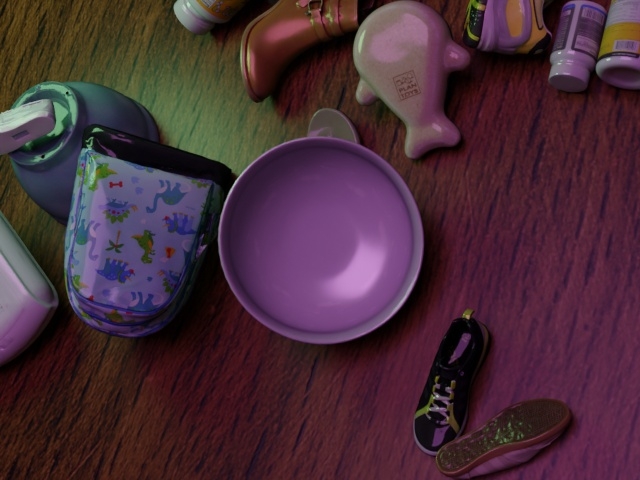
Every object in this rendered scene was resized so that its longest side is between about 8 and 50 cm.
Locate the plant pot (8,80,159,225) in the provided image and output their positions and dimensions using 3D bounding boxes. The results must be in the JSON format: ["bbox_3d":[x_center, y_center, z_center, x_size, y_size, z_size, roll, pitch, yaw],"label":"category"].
[{"bbox_3d":[-0.491,-0.193,2.019,0.293,0.196,0.293,-8,68,21],"label":"plant pot"}]

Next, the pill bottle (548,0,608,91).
[{"bbox_3d":[0.427,-0.323,1.723,0.078,0.078,0.137,10,76,27],"label":"pill bottle"}]

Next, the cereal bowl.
[{"bbox_3d":[0.000,0.000,1.726,0.339,0.141,0.339,0,90,-2],"label":"cereal bowl"}]

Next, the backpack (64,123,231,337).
[{"bbox_3d":[-0.330,-0.001,1.848,0.290,0.273,0.356,17,93,-12],"label":"backpack"}]

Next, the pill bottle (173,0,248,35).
[{"bbox_3d":[-0.191,-0.500,2.020,0.208,0.117,0.118,-38,59,31],"label":"pill bottle"}]

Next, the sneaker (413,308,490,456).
[{"bbox_3d":[0.194,0.219,1.618,0.084,0.097,0.235,13,77,28],"label":"sneaker"}]

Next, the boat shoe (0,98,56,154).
[{"bbox_3d":[-0.574,-0.214,1.917,0.184,0.066,0.063,-22,50,18],"label":"boat shoe"}]

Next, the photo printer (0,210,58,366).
[{"bbox_3d":[-0.663,0.091,1.993,0.256,0.107,0.307,-40,82,17],"label":"photo printer"}]

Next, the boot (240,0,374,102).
[{"bbox_3d":[-0.018,-0.385,1.935,0.220,0.109,0.283,5,62,29],"label":"boot"}]

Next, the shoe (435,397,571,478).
[{"bbox_3d":[0.282,0.307,1.577,0.219,0.058,0.076,-26,43,9],"label":"shoe"}]

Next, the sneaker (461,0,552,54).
[{"bbox_3d":[0.358,-0.485,1.803,0.147,0.145,0.385,18,75,-3],"label":"sneaker"}]

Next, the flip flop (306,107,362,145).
[{"bbox_3d":[0.001,-0.109,1.834,0.112,0.080,0.277,5,74,26],"label":"flip flop"}]

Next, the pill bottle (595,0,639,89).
[{"bbox_3d":[0.516,-0.346,1.677,0.103,0.103,0.184,10,76,27],"label":"pill bottle"}]

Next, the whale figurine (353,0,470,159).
[{"bbox_3d":[0.168,-0.283,1.813,0.216,0.141,0.272,-20,88,22],"label":"whale figurine"}]
